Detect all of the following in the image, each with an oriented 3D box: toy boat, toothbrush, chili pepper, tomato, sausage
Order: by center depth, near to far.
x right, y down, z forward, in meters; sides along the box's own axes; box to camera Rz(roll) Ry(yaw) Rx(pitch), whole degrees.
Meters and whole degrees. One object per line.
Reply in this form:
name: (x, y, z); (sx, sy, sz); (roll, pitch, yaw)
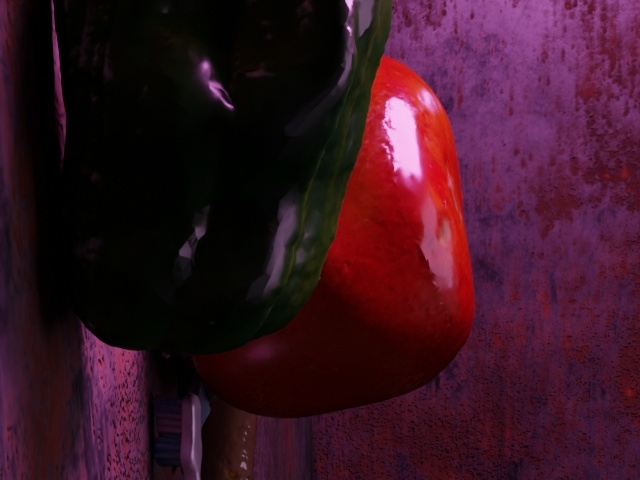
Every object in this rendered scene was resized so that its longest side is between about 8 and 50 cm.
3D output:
chili pepper: (-0.055, -0.109, 0.853); (0.167, 0.213, 0.385); (23, -76, 59)
toothbrush: (-0.116, 0.336, 1.164); (0.042, 0.040, 0.418); (7, 81, -77)
tomato: (0.000, 0.000, 1.265); (0.325, 0.293, 0.290); (-98, 161, -48)
toy boat: (-0.122, 0.173, 1.320); (0.096, 0.034, 0.122); (81, 17, -56)
sausage: (-0.093, 0.148, 1.495); (0.066, 0.065, 0.301); (85, 3, -48)
